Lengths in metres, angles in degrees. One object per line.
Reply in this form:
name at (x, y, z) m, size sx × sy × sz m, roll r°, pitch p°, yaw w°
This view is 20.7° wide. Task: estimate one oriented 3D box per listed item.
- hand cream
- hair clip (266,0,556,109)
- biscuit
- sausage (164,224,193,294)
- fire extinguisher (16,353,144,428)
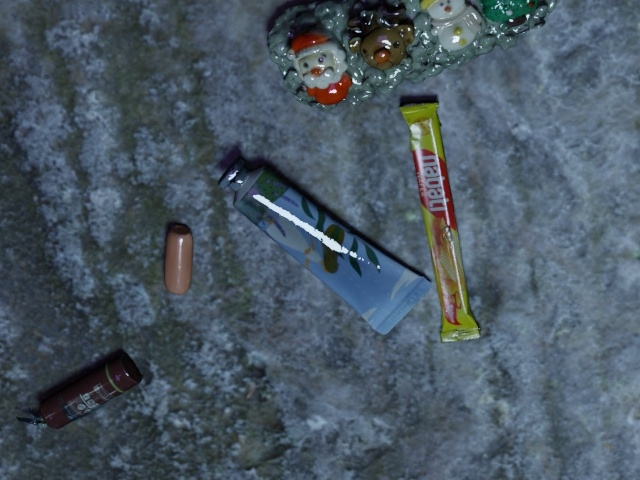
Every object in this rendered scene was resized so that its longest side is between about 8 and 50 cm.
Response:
hand cream at (0.000, 0.000, 2.032) m, size 0.271 × 0.058 × 0.091 m, roll 39°, pitch 110°, yaw -9°
hair clip at (0.095, -0.232, 1.919) m, size 0.321 × 0.091 × 0.138 m, roll -21°, pitch 105°, yaw 17°
biscuit at (0.138, -0.022, 2.013) m, size 0.048 × 0.026 × 0.292 m, roll -6°, pitch 106°, yaw 20°
sausage at (-0.168, 0.024, 2.078) m, size 0.034 × 0.034 × 0.083 m, roll 7°, pitch 109°, yaw 8°
fire extinguisher at (-0.293, 0.193, 2.150) m, size 0.158 × 0.043 × 0.064 m, roll -30°, pitch 142°, yaw 18°
